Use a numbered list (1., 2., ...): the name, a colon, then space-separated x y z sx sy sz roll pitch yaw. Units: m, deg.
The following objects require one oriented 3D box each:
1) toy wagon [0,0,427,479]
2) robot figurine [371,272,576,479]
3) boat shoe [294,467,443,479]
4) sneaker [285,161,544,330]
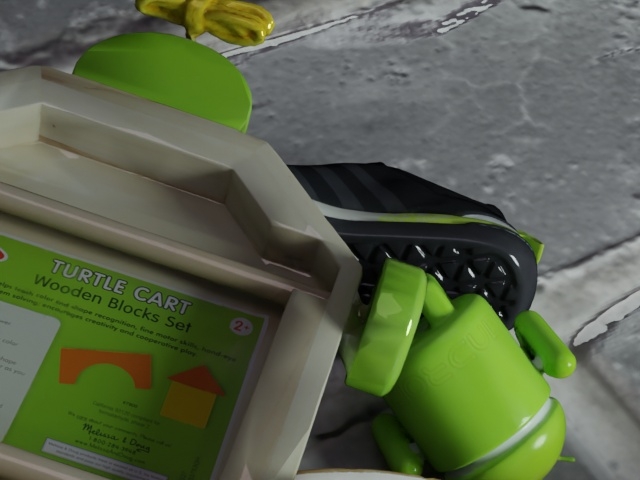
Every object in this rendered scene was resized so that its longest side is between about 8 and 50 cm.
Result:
1. toy wagon: -0.094 0.013 0.529 0.267 0.068 0.344 19 43 1
2. robot figurine: 0.069 0.072 0.621 0.101 0.067 0.115 -37 93 3
3. boat shoe: 0.056 0.162 0.538 0.277 0.098 0.096 7 49 -8
4. sneaker: 0.000 0.000 0.689 0.234 0.084 0.097 12 26 -3
